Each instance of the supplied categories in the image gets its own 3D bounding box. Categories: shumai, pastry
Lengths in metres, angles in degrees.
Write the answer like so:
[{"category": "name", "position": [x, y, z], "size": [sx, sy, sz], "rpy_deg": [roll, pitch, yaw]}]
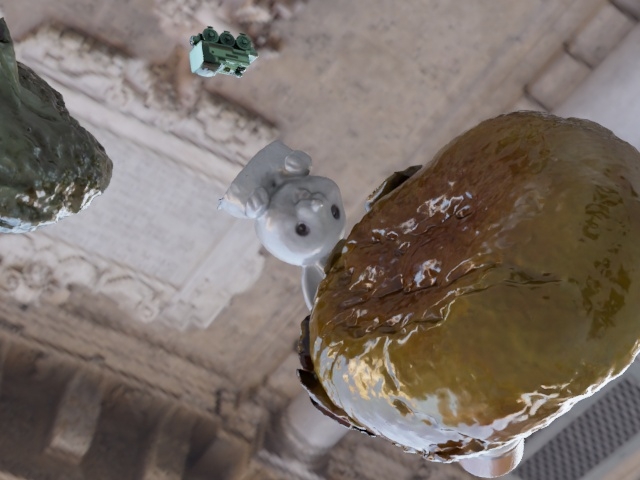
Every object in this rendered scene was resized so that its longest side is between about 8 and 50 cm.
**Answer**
[{"category": "shumai", "position": [-0.328, -0.127, 1.168], "size": [0.256, 0.189, 0.218], "rpy_deg": [-82, -23, -67]}, {"category": "pastry", "position": [0.138, 0.034, 1.019], "size": [0.164, 0.356, 0.356], "rpy_deg": [49, -151, -22]}]

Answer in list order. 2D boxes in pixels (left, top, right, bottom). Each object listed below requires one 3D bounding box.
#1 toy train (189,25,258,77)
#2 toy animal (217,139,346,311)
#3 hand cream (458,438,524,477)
[{"category": "toy train", "position": [-0.111, -0.213, 1.346], "size": [0.083, 0.033, 0.053], "rpy_deg": [7, -115, -35]}, {"category": "toy animal", "position": [-0.003, -0.001, 1.247], "size": [0.103, 0.131, 0.221], "rpy_deg": [-38, -102, -27]}, {"category": "hand cream", "position": [0.191, 0.151, 1.319], "size": [0.089, 0.314, 0.140], "rpy_deg": [-23, -135, -14]}]
